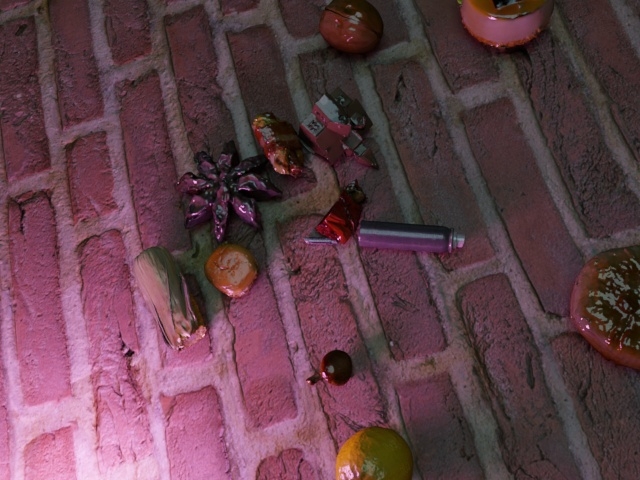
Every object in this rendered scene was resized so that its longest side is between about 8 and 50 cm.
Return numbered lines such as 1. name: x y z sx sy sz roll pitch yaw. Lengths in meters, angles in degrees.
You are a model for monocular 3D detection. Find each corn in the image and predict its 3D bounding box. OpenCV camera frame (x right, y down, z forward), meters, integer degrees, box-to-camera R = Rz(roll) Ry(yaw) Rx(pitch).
1. corn: -0.412 0.156 1.731 0.123 0.122 0.305 -26 68 -16

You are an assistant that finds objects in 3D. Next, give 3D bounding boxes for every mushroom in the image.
1. mushroom: 0.024 0.337 1.621 0.129 0.073 0.088 -32 97 -2

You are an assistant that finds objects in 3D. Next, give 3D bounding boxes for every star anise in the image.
1. star anise: -0.270 -0.152 1.835 0.331 0.118 0.332 -2 73 5

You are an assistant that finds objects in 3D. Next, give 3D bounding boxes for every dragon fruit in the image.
1. dragon fruit: 0.073 -0.079 1.782 0.092 0.122 0.192 36 57 -6

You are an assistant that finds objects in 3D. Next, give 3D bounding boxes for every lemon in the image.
1. lemon: 0.123 0.522 1.468 0.180 0.181 0.193 37 54 20

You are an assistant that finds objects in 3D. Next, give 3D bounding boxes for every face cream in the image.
1. face cream: 0.244 -0.009 1.720 0.283 0.073 0.073 4 69 11

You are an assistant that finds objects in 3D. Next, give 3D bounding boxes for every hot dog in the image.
1. hot dog: -0.112 -0.282 1.841 0.103 0.146 0.213 -38 77 24

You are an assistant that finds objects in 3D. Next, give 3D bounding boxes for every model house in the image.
1. model house: 0.082 -0.297 1.830 0.248 0.176 0.181 42 79 4

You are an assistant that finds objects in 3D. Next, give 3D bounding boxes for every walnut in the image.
1. walnut: 0.094 -0.662 1.958 0.207 0.167 0.167 30 76 21

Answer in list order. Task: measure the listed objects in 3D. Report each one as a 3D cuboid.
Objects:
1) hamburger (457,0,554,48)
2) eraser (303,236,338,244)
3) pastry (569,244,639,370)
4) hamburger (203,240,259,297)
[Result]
1. hamburger: 0.554 -0.715 1.896 0.275 0.179 0.294 -20 71 5
2. eraser: 0.000 0.000 1.781 0.099 0.027 0.019 0 76 10
3. pastry: 0.772 0.158 1.536 0.329 0.136 0.330 -4 68 9
4. hamburger: -0.243 0.079 1.760 0.147 0.083 0.138 34 77 16
